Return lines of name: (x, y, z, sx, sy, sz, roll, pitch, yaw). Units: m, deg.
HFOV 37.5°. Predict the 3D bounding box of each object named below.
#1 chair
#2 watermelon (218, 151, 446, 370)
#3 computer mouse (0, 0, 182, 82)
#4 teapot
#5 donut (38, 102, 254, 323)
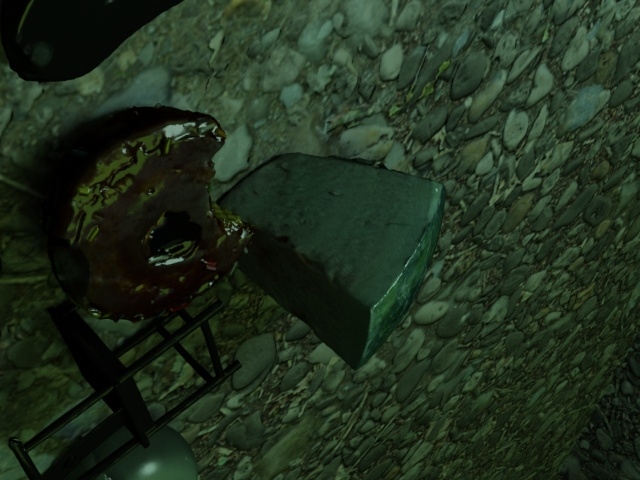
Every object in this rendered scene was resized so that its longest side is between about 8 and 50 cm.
chair: (-0.232, 0.149, 1.038, 0.260, 0.141, 0.154, -36, 146, -21)
watermelon: (0.000, 0.000, 1.132, 0.228, 0.258, 0.387, -65, -169, 0)
computer mouse: (-0.180, -0.217, 0.765, 0.217, 0.073, 0.122, -43, 151, -20)
teapot: (-0.247, 0.332, 1.232, 0.193, 0.129, 0.294, -42, 148, -11)
donut: (-0.177, -0.026, 0.940, 0.216, 0.096, 0.230, -39, 140, -11)
